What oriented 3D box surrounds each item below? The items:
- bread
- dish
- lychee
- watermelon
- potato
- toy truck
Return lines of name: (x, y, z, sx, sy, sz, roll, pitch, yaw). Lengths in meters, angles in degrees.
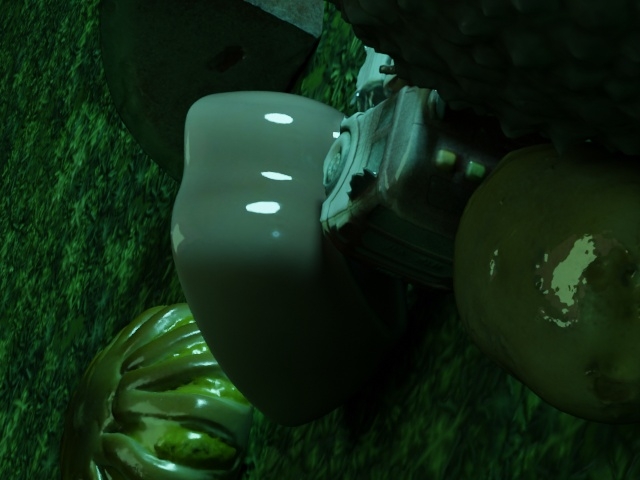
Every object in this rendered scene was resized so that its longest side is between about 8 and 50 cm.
bread: (-0.124, 0.138, 1.405, 0.213, 0.105, 0.213, -51, 25, 35)
dish: (0.000, 0.000, 1.192, 0.090, 0.213, 0.213, -15, 49, 25)
lychee: (0.128, -0.177, 0.858, 0.300, 0.300, 0.300, -51, 27, 39)
watermelon: (-0.076, -0.206, 1.568, 0.256, 0.176, 0.260, 72, -161, -55)
potato: (0.124, 0.018, 0.895, 0.118, 0.109, 0.178, -44, 23, 2)
toy truck: (0.088, -0.113, 1.111, 0.135, 0.114, 0.270, -37, 35, 63)
